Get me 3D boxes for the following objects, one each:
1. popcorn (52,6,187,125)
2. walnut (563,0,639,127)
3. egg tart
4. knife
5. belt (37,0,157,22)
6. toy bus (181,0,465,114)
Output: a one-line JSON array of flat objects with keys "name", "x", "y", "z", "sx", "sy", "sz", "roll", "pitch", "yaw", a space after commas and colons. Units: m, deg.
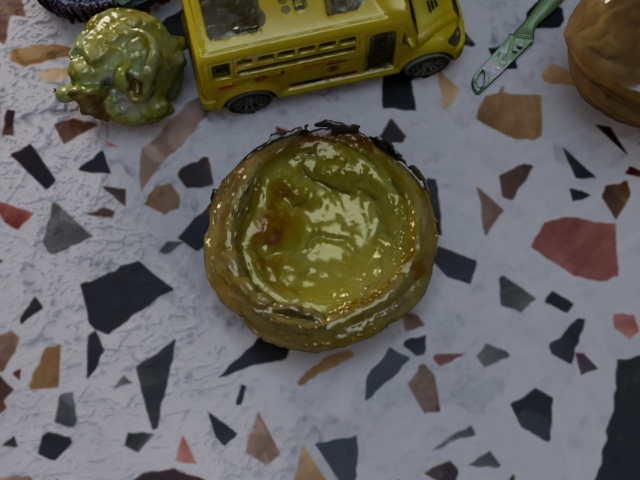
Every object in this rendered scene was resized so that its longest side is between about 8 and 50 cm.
[{"name": "popcorn", "x": -0.226, "y": -0.204, "z": 1.497, "sx": 0.141, "sy": 0.162, "sz": 0.135, "roll": 12, "pitch": 59, "yaw": -38}, {"name": "walnut", "x": 0.408, "y": -0.226, "z": 1.463, "sx": 0.261, "sy": 0.225, "sz": 0.224, "roll": 2, "pitch": 73, "yaw": -1}, {"name": "egg tart", "x": 0.000, "y": 0.000, "z": 1.455, "sx": 0.279, "sy": 0.095, "sz": 0.278, "roll": 0, "pitch": 67, "yaw": 0}, {"name": "knife", "x": 0.254, "y": -0.256, "z": 1.578, "sx": 0.030, "sy": 0.014, "sz": 0.207, "roll": 40, "pitch": 78, "yaw": 11}, {"name": "belt", "x": -0.243, "y": -0.417, "z": 1.543, "sx": 0.260, "sy": 0.122, "sz": 0.324, "roll": 32, "pitch": 86, "yaw": 4}, {"name": "toy bus", "x": 0.006, "y": -0.262, "z": 1.503, "sx": 0.330, "sy": 0.152, "sz": 0.144, "roll": -13, "pitch": 72, "yaw": -5}]
